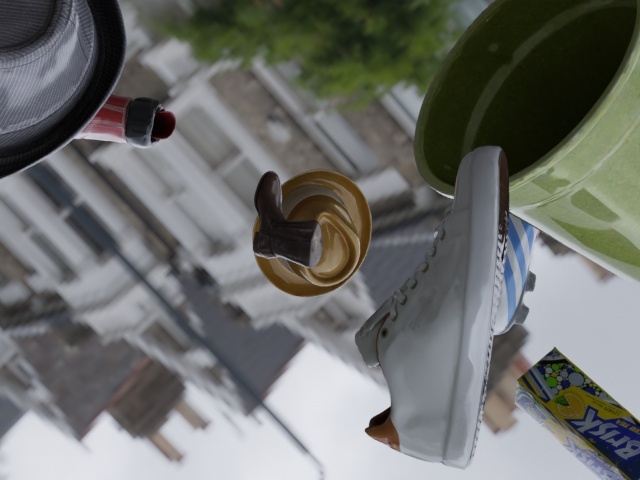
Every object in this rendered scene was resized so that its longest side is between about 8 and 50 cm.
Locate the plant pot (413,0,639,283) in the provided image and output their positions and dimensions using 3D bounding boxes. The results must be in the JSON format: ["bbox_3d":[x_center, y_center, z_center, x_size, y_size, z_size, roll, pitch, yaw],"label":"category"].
[{"bbox_3d":[0.275,-0.093,1.619,0.276,0.254,0.276,-36,-146,29],"label":"plant pot"}]

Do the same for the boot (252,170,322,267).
[{"bbox_3d":[-0.033,-0.025,1.953,0.114,0.037,0.106,8,-85,55],"label":"boot"}]

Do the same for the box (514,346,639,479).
[{"bbox_3d":[0.277,0.190,1.711,0.059,0.169,0.054,-38,152,-19],"label":"box"}]

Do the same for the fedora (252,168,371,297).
[{"bbox_3d":[0.000,0.000,2.355,0.194,0.194,0.079,-43,-149,-2],"label":"fedora"}]

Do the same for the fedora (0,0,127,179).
[{"bbox_3d":[-0.284,-0.169,1.250,0.124,0.275,0.243,101,6,-69],"label":"fedora"}]

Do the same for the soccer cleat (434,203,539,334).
[{"bbox_3d":[0.228,-0.042,2.206,0.116,0.143,0.331,-13,-120,61],"label":"soccer cleat"}]

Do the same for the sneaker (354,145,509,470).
[{"bbox_3d":[0.093,0.055,1.457,0.106,0.123,0.290,-43,142,-72],"label":"sneaker"}]

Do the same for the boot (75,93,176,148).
[{"bbox_3d":[-0.274,-0.153,2.111,0.244,0.176,0.088,-157,-105,-79],"label":"boot"}]
